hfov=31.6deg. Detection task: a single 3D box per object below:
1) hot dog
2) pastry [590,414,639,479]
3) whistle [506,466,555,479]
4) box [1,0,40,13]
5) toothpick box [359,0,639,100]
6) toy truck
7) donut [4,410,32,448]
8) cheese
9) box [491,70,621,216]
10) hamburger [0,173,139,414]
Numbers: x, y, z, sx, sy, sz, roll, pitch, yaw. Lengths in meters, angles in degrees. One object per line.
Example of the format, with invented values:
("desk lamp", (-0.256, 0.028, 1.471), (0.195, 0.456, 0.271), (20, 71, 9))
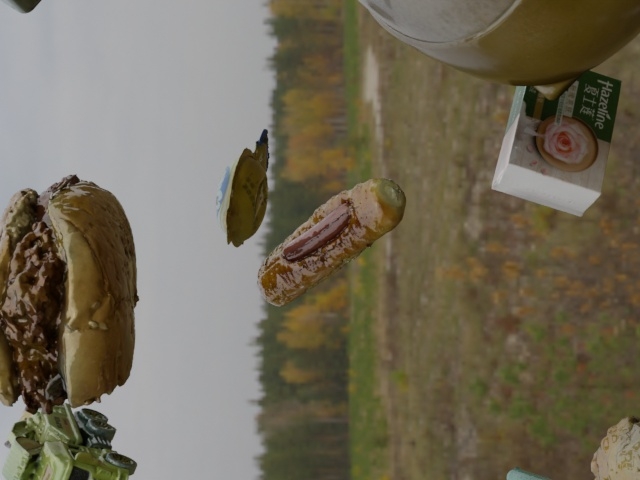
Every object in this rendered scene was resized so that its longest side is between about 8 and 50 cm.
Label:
("hot dog", (0.000, 0.000, 1.108), (0.216, 0.047, 0.066), (-35, 53, 44))
("pastry", (0.369, 0.193, 0.964), (0.311, 0.255, 0.162), (123, 148, -50))
("whistle", (0.296, 0.324, 1.454), (0.186, 0.039, 0.039), (174, 98, -73))
("box", (-0.442, -0.386, 1.542), (0.093, 0.172, 0.124), (-55, -29, -6))
("toothpick box", (0.225, -0.391, 1.298), (0.409, 0.425, 0.409), (-51, 12, 15))
("toy truck", (-0.276, 0.231, 1.188), (0.191, 0.116, 0.085), (31, 99, 63))
("donut", (-0.329, 0.250, 1.437), (0.140, 0.140, 0.059), (98, -177, -77))
("cheese", (-0.126, -0.093, 1.985), (0.270, 0.069, 0.177), (-68, -18, -50))
("box", (0.329, -0.147, 1.567), (0.081, 0.135, 0.199), (110, 177, -66))
("hamburger", (-0.274, 0.044, 1.184), (0.245, 0.155, 0.282), (104, 160, -75))
